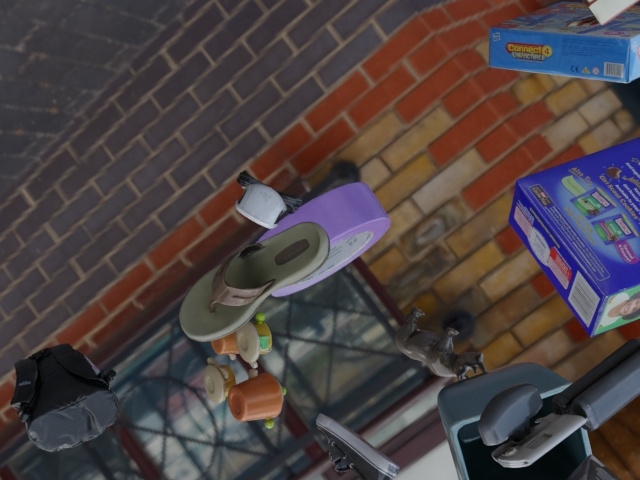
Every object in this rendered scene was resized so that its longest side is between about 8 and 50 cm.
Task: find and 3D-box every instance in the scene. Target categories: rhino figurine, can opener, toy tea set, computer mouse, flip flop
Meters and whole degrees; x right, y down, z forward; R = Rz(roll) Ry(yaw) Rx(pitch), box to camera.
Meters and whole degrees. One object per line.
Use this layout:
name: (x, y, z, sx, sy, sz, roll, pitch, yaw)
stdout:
rhino figurine: (0.268, 0.242, 1.994, 0.073, 0.243, 0.106, 25, 94, -57)
can opener: (0.319, 0.187, 1.127, 0.283, 0.095, 0.076, -30, -173, -24)
toy tea set: (-0.139, 0.222, 1.876, 0.124, 0.200, 0.336, -9, 121, -35)
computer mouse: (-0.077, -0.061, 1.297, 0.042, 0.106, 0.193, -58, -174, 11)
flip flop: (-0.112, 0.057, 1.407, 0.277, 0.112, 0.080, -31, 155, 12)

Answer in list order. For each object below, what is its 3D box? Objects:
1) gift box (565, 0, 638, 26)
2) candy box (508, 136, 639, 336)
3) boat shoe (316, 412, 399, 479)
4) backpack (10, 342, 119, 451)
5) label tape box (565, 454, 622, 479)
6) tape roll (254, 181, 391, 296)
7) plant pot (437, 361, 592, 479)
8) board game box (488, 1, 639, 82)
gift box: (0.508, -0.534, 1.587, 0.276, 0.258, 0.255, -34, -163, 26)
candy box: (0.518, -0.022, 1.487, 0.317, 0.268, 0.122, -19, 144, -12)
boat shoe: (0.054, 0.396, 1.661, 0.080, 0.228, 0.076, 37, 83, -41)
backpack: (-0.395, 0.236, 1.360, 0.151, 0.115, 0.182, -16, -154, -26)
label tape box: (0.397, 0.442, 1.139, 0.115, 0.249, 0.347, -52, 168, 15)
tape roll: (0.000, 0.000, 1.760, 0.274, 0.090, 0.275, -31, 167, -8)
plant pot: (0.357, 0.374, 1.757, 0.247, 0.248, 0.252, -18, -164, -5)
board game box: (0.556, -0.414, 1.844, 0.308, 0.086, 0.302, 16, -148, 39)
